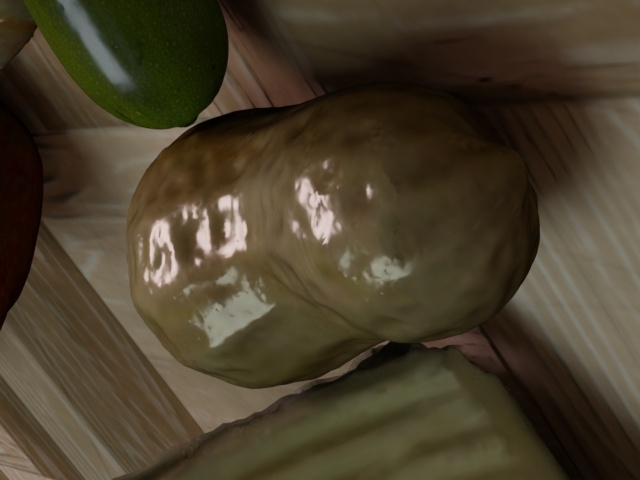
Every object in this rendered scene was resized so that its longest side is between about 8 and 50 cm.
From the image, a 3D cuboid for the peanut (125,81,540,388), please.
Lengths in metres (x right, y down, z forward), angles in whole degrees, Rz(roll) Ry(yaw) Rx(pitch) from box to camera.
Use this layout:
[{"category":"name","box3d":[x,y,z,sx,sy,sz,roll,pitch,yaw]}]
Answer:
[{"category":"peanut","box3d":[0.000,0.000,0.643,0.236,0.120,0.110,-6,89,64]}]

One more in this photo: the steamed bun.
[{"category":"steamed bun","box3d":[0.007,0.211,0.777,0.273,0.290,0.272,51,177,11]}]

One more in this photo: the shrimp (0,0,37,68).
[{"category":"shrimp","box3d":[-0.225,-0.181,0.760,0.267,0.061,0.145,44,145,5]}]

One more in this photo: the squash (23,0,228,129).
[{"category":"squash","box3d":[-0.103,-0.129,0.660,0.201,0.066,0.066,54,152,-9]}]

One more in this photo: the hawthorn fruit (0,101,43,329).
[{"category":"hawthorn fruit","box3d":[-0.258,0.002,0.907,0.208,0.208,0.248,45,144,-4]}]
